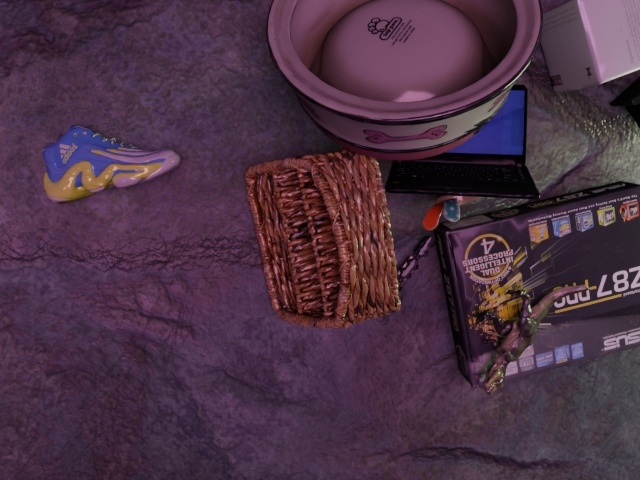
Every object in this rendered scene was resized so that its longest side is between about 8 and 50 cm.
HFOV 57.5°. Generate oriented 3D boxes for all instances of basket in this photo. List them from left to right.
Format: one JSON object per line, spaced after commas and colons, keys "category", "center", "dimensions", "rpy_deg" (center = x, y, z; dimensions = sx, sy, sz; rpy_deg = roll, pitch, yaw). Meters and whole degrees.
{"category": "basket", "center": [0.000, 0.000, 1.011], "dimensions": [0.222, 0.213, 0.300], "rpy_deg": [-10, 99, -6]}

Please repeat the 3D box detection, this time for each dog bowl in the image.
{"category": "dog bowl", "center": [0.127, -0.305, 0.929], "dimensions": [0.407, 0.150, 0.408], "rpy_deg": [-3, 63, 6]}

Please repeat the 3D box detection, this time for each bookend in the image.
{"category": "bookend", "center": [0.679, -0.259, 1.125], "dimensions": [0.156, 0.072, 0.157], "rpy_deg": [-43, 101, 2]}

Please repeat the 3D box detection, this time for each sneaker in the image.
{"category": "sneaker", "center": [-0.370, -0.149, 1.008], "dimensions": [0.239, 0.091, 0.126], "rpy_deg": [-16, 99, -3]}

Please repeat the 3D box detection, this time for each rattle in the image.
{"category": "rattle", "center": [0.246, -0.122, 1.049], "dimensions": [0.199, 0.130, 0.143], "rpy_deg": [-23, 114, -24]}

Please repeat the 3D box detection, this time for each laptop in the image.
{"category": "laptop", "center": [0.236, -0.176, 0.979], "dimensions": [0.234, 0.264, 0.137], "rpy_deg": [3, 113, 11]}

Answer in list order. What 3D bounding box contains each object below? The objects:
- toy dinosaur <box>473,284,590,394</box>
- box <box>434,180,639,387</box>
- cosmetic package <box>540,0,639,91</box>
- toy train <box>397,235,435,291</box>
{"category": "toy dinosaur", "center": [0.360, 0.150, 1.064], "dimensions": [0.118, 0.064, 0.268], "rpy_deg": [40, 92, -17]}
{"category": "box", "center": [0.442, 0.082, 1.136], "dimensions": [0.394, 0.097, 0.319], "rpy_deg": [-12, 103, -4]}
{"category": "cosmetic package", "center": [0.520, -0.373, 1.048], "dimensions": [0.183, 0.151, 0.152], "rpy_deg": [-21, 100, -4]}
{"category": "toy train", "center": [0.167, 0.056, 1.130], "dimensions": [0.027, 0.036, 0.158], "rpy_deg": [36, 92, -10]}
